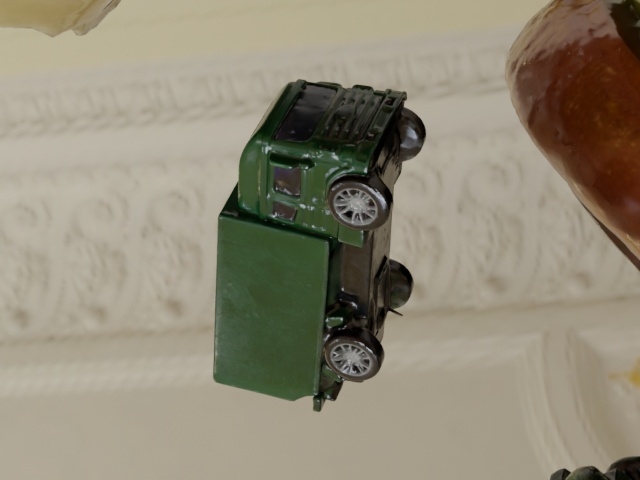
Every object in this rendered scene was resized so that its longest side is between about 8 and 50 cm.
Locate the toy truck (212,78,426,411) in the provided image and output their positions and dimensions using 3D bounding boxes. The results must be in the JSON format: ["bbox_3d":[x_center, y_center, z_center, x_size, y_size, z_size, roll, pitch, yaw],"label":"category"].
[{"bbox_3d":[0.000,0.000,0.821,0.079,0.147,0.065,15,-139,11],"label":"toy truck"}]

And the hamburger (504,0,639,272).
[{"bbox_3d":[0.277,-0.079,0.957,0.250,0.330,0.330,-49,-141,21],"label":"hamburger"}]

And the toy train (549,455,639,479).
[{"bbox_3d":[0.174,0.190,1.012,0.111,0.170,0.071,-33,-157,34],"label":"toy train"}]

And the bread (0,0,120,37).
[{"bbox_3d":[-0.148,-0.302,0.808,0.394,0.361,0.250,-32,-146,50],"label":"bread"}]
